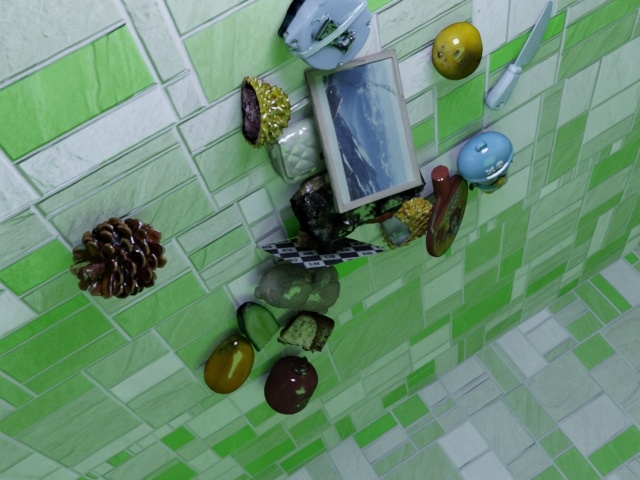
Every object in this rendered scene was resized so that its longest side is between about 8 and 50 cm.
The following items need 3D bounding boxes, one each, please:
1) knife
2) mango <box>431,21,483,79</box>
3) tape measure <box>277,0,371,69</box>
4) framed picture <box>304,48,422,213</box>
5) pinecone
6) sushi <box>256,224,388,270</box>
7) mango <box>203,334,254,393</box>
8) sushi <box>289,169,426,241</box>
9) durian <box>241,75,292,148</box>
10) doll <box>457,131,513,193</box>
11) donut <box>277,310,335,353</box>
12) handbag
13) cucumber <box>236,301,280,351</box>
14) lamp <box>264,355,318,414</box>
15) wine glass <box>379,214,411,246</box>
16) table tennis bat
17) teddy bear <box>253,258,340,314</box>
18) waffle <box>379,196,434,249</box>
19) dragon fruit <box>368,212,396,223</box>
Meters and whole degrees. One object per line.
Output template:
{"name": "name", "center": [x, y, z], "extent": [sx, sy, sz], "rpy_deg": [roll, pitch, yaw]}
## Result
{"name": "knife", "center": [0.563, -0.505, 2.018], "extent": [0.080, 0.044, 0.331], "rpy_deg": [-4, 133, -42]}
{"name": "mango", "center": [0.346, -0.461, 1.798], "extent": [0.137, 0.098, 0.195], "rpy_deg": [-51, 152, 16]}
{"name": "tape measure", "center": [0.015, -0.441, 1.484], "extent": [0.181, 0.107, 0.182], "rpy_deg": [6, 127, -40]}
{"name": "framed picture", "center": [0.107, -0.258, 1.708], "extent": [0.247, 0.022, 0.335], "rpy_deg": [-20, 106, -25]}
{"name": "pinecone", "center": [-0.457, 0.043, 1.608], "extent": [0.212, 0.169, 0.185], "rpy_deg": [-20, 134, -49]}
{"name": "sushi", "center": [0.000, 0.000, 1.957], "extent": [0.264, 0.290, 0.050], "rpy_deg": [-13, 109, -34]}
{"name": "mango", "center": [-0.282, 0.389, 2.302], "extent": [0.151, 0.120, 0.221], "rpy_deg": [7, 121, -48]}
{"name": "sushi", "center": [0.096, -0.133, 1.872], "extent": [0.350, 0.211, 0.170], "rpy_deg": [-26, 104, -5]}
{"name": "durian", "center": [-0.104, -0.273, 1.578], "extent": [0.108, 0.119, 0.186], "rpy_deg": [-18, 144, -22]}
{"name": "doll", "center": [0.514, -0.234, 2.235], "extent": [0.177, 0.141, 0.314], "rpy_deg": [-36, 153, 8]}
{"name": "donut", "center": [-0.046, 0.293, 2.426], "extent": [0.187, 0.144, 0.126], "rpy_deg": [30, 107, -25]}
{"name": "handbag", "center": [-0.008, -0.261, 1.737], "extent": [0.256, 0.079, 0.219], "rpy_deg": [-28, 145, -17]}
{"name": "cucumber", "center": [-0.205, 0.247, 2.235], "extent": [0.115, 0.063, 0.244], "rpy_deg": [-53, 153, -19]}
{"name": "lamp", "center": [-0.103, 0.511, 2.604], "extent": [0.180, 0.180, 0.258], "rpy_deg": [-10, 140, -37]}
{"name": "wine glass", "center": [0.194, -0.059, 2.133], "extent": [0.072, 0.155, 0.072], "rpy_deg": [-26, 148, -18]}
{"name": "table tennis bat", "center": [0.392, -0.103, 2.287], "extent": [0.268, 0.051, 0.414], "rpy_deg": [-59, 154, -19]}
{"name": "teddy bear", "center": [-0.065, 0.135, 2.142], "extent": [0.236, 0.151, 0.267], "rpy_deg": [-25, 151, 39]}
{"name": "waffle", "center": [0.277, -0.052, 2.310], "extent": [0.197, 0.070, 0.193], "rpy_deg": [-35, 150, -3]}
{"name": "dragon fruit", "center": [0.145, -0.107, 2.057], "extent": [0.166, 0.133, 0.136], "rpy_deg": [-27, 106, -16]}
